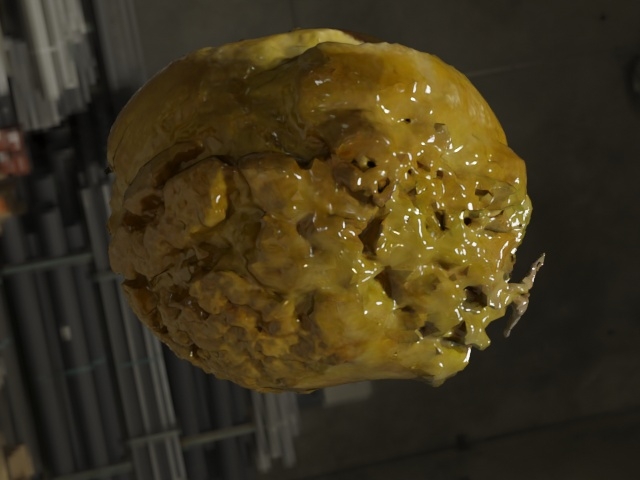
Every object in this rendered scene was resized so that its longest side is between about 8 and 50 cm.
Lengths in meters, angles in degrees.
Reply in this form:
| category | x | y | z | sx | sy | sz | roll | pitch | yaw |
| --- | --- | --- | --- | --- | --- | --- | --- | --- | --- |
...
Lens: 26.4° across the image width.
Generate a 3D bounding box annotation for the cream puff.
| category | x | y | z | sx | sy | sz | roll | pitch | yaw |
| --- | --- | --- | --- | --- | --- | --- | --- | --- | --- |
| cream puff | 0.000 | 0.000 | 0.583 | 0.189 | 0.189 | 0.129 | 90 | 0 | -53 |
